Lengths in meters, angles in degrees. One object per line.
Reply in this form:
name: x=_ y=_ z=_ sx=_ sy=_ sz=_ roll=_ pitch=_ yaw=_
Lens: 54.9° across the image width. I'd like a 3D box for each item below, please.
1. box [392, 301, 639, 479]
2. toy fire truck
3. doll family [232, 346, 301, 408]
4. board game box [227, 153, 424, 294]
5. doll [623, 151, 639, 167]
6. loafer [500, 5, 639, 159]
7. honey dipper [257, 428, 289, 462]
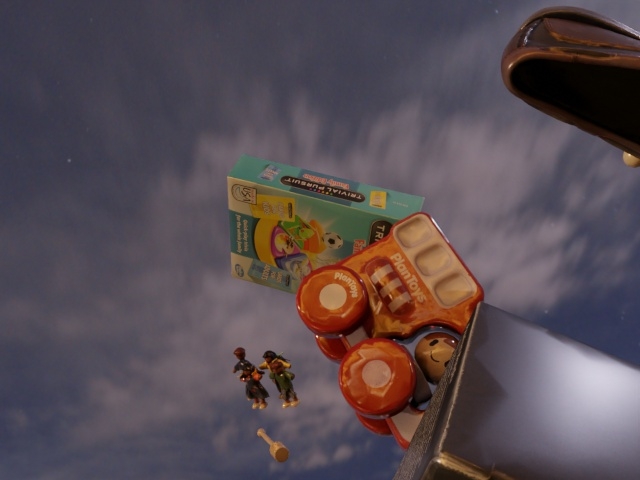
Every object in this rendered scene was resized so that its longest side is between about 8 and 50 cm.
box: x=0.198 y=0.309 z=0.571 sx=0.293 sy=0.212 sz=0.396 roll=23 pitch=-57 yaw=11
toy fire truck: x=0.125 y=0.124 z=0.875 sx=0.253 sy=0.302 sz=0.169 roll=-30 pitch=-30 yaw=-4
doll family: x=-0.114 y=0.266 z=1.218 sx=0.192 sy=0.076 sz=0.112 roll=-15 pitch=-77 yaw=32
board game box: x=0.000 y=0.000 z=1.137 sx=0.335 sy=0.079 sz=0.254 roll=15 pitch=-46 yaw=10
doll: x=0.585 y=-0.124 z=1.020 sx=0.188 sy=0.046 sz=0.129 roll=12 pitch=-89 yaw=-10
loafer: x=0.275 y=-0.085 z=0.455 sx=0.302 sy=0.095 sz=0.109 roll=26 pitch=-51 yaw=17
honey dipper: x=-0.100 y=0.406 z=1.244 sx=0.030 sy=0.160 sz=0.031 roll=0 pitch=-89 yaw=-20
